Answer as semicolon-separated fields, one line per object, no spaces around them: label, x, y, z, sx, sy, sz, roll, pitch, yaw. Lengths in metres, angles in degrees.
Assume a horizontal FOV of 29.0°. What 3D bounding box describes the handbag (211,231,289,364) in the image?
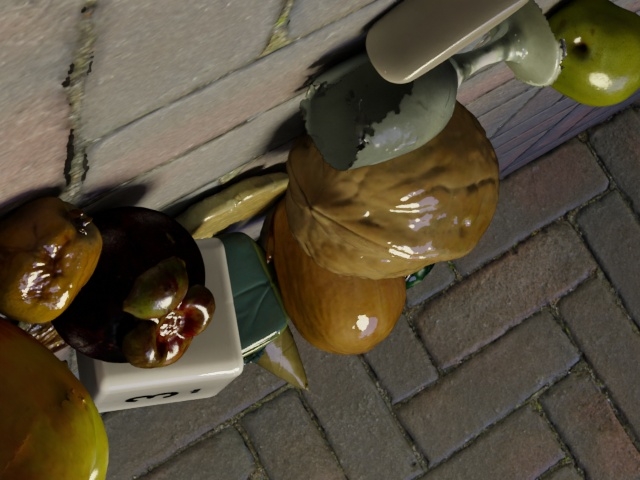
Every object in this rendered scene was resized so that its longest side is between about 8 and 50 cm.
handbag;-0.184;0.112;1.989;0.263;0.222;0.241;-29;178;-10

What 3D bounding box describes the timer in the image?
timer;-0.229;0.117;1.684;0.195;0.194;0.192;-5;165;-18

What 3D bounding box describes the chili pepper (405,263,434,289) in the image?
chili pepper;0.148;-0.045;2.255;0.248;0.233;0.257;-44;171;28

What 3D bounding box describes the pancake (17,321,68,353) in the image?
pancake;-0.405;0.116;1.819;0.266;0.057;0.244;-33;166;-28

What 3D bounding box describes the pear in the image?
pear;0.433;-0.296;1.924;0.216;0.180;0.166;-22;124;-59

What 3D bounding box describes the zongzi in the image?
zongzi;-0.129;0.163;2.241;0.145;0.300;0.274;-35;173;11

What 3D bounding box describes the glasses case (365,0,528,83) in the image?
glasses case;0.141;-0.248;1.344;0.204;0.081;0.051;-32;172;17

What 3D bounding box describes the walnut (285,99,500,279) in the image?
walnut;0.091;-0.077;1.659;0.313;0.252;0.277;-13;174;-45

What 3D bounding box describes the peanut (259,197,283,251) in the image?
peanut;0.052;-0.053;2.049;0.387;0.192;0.169;-27;135;26

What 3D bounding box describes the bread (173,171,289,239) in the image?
bread;-0.150;-0.038;1.780;0.251;0.039;0.182;-28;172;-25

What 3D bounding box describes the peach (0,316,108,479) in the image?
peach;-0.399;0.225;1.225;0.370;0.370;0.370;-31;174;-4

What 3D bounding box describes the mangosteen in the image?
mangosteen;-0.224;0.059;1.462;0.210;0.210;0.210;-31;174;-4

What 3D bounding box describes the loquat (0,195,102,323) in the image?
loquat;-0.287;0.019;1.275;0.137;0.113;0.137;-40;157;-21

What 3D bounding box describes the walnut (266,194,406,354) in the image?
walnut;0.028;0.025;1.867;0.203;0.297;0.203;-10;-176;1

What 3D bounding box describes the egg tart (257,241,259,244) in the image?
egg tart;0.000;0.000;2.441;0.295;0.116;0.295;-33;175;-3

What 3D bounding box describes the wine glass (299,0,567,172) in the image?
wine glass;0.133;-0.191;1.475;0.321;0.143;0.143;-29;173;-24
